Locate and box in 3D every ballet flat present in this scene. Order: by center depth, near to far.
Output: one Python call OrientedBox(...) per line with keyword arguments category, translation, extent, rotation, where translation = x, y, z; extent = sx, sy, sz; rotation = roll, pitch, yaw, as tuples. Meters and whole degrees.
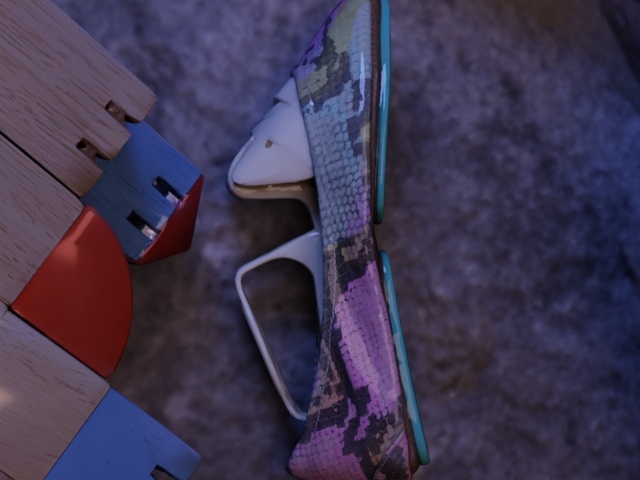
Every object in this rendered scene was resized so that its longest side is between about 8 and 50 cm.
OrientedBox(category="ballet flat", translation=(0.000, 0.000, 0.680), extent=(0.079, 0.077, 0.221), rotation=(-5, 88, -1))

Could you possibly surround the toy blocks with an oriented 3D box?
OrientedBox(category="toy blocks", translation=(-0.169, 0.049, 0.574), extent=(0.261, 0.191, 0.381), rotation=(41, 75, -25))
